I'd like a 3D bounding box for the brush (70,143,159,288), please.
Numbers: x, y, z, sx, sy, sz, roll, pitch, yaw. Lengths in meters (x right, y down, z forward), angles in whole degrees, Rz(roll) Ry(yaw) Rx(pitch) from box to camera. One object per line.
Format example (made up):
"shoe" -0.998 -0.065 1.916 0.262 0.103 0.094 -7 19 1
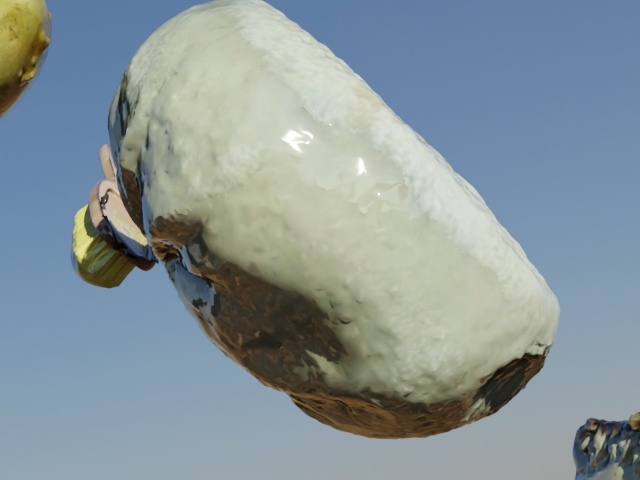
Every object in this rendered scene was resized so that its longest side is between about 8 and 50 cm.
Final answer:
"brush" -0.193 -0.025 1.223 0.067 0.072 0.313 -39 19 4

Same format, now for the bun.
"bun" 0.002 0.003 0.930 0.194 0.354 0.354 -45 -19 3

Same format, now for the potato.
"potato" -0.372 -0.182 1.343 0.307 0.173 0.210 -25 23 47

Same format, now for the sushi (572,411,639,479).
"sushi" 0.368 0.252 1.300 0.181 0.196 0.343 5 -13 -15
